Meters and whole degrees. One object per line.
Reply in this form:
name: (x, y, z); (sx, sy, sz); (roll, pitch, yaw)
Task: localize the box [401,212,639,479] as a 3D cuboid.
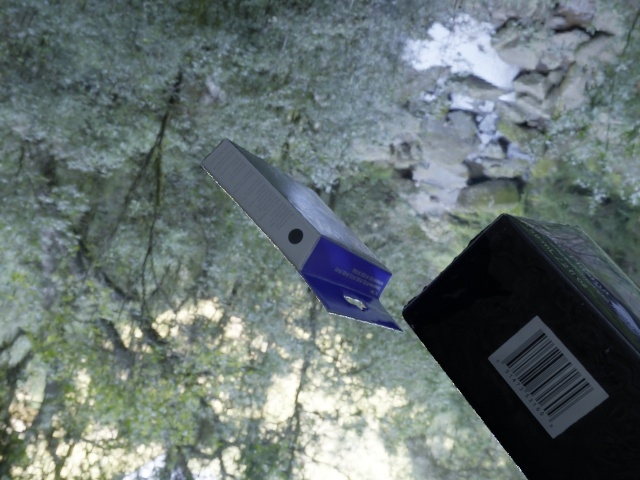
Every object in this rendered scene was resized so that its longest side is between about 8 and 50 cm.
box: (0.305, 0.132, 0.747); (0.294, 0.183, 0.296); (3, -136, -54)

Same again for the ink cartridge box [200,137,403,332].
ink cartridge box: (0.000, 0.000, 0.655); (0.208, 0.045, 0.206); (48, -170, 26)
